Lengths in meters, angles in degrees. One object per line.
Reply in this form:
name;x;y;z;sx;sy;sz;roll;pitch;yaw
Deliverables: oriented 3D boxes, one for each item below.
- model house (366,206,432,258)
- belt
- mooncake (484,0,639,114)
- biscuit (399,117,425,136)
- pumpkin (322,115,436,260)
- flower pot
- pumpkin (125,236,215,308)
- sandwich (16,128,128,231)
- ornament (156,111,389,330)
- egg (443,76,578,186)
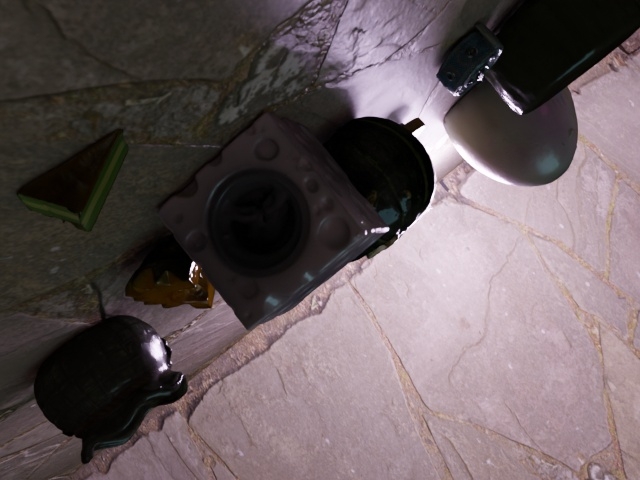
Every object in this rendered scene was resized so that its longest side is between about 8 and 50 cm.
model house;0.172;-0.089;2.178;0.214;0.189;0.195;-30;169;-47
belt;0.317;-0.373;1.611;0.147;0.082;0.163;-45;171;19
mooncake;0.532;-0.454;1.717;0.356;0.194;0.356;-35;175;-3
biscuit;0.133;-0.200;1.894;0.301;0.049;0.197;-40;176;14
pumpkin;0.079;-0.095;1.535;0.323;0.241;0.323;-42;178;-2
flower pot;-0.437;0.303;1.607;0.302;0.213;0.302;-37;171;-7
pumpkin;-0.268;0.038;1.376;0.130;0.149;0.254;1;166;3
sandwich;-0.280;-0.080;0.875;0.074;0.074;0.116;115;-4;-72
ornament;-0.067;-0.032;1.249;0.240;0.239;0.240;-40;172;13
egg;0.578;-0.313;2.195;0.354;0.340;0.354;-36;172;-6
